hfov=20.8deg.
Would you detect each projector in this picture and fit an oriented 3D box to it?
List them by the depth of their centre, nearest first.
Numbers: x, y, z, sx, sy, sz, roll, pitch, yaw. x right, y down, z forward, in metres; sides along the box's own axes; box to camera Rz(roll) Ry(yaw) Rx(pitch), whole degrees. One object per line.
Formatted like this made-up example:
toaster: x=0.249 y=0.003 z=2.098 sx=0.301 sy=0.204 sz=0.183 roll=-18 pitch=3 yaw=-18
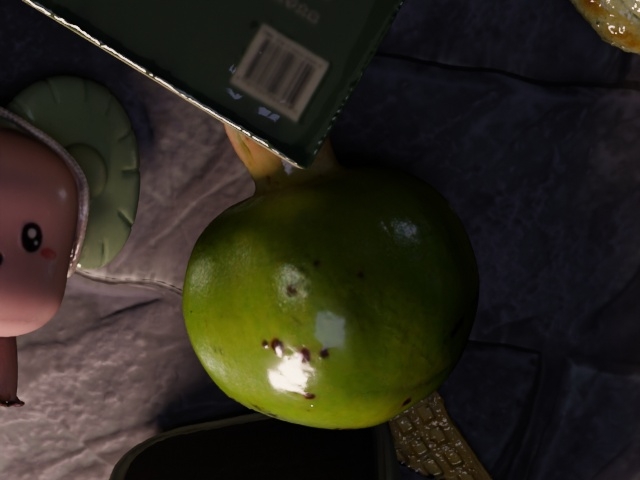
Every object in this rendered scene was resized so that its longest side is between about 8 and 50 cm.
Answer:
projector: x=-0.036 y=0.311 z=1.468 sx=0.248 sy=0.249 sz=0.249 roll=-11 pitch=116 yaw=6

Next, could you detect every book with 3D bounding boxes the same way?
book: x=-0.027 y=-0.273 z=1.260 sx=0.260 sy=0.043 sz=0.371 roll=31 pitch=87 yaw=-15

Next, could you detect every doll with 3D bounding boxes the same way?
doll: x=-0.289 y=-0.013 z=1.365 sx=0.284 sy=0.216 sz=0.268 roll=12 pitch=88 yaw=-28

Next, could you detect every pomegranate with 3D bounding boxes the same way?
pomegranate: x=0.000 y=0.000 z=1.367 sx=0.236 sy=0.236 sz=0.302 roll=-13 pitch=95 yaw=0

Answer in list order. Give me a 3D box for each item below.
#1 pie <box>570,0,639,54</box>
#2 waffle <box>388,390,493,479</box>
pie: x=0.300 y=-0.247 z=1.350 sx=0.248 sy=0.090 sz=0.201 roll=-25 pitch=125 yaw=6
waffle: x=0.096 y=0.204 z=1.566 sx=0.097 sy=0.023 sz=0.153 roll=-30 pitch=114 yaw=10
